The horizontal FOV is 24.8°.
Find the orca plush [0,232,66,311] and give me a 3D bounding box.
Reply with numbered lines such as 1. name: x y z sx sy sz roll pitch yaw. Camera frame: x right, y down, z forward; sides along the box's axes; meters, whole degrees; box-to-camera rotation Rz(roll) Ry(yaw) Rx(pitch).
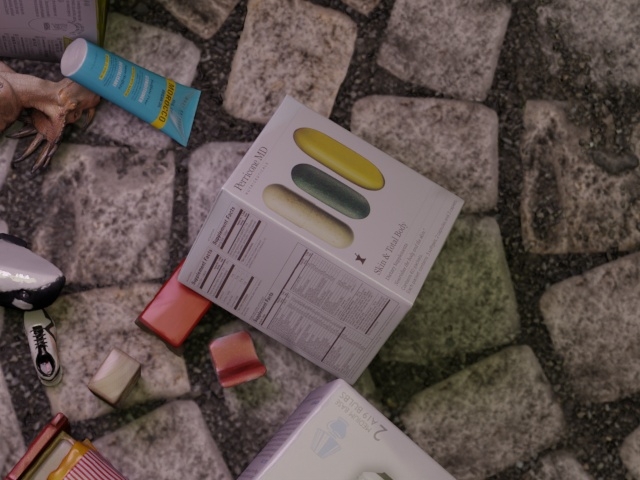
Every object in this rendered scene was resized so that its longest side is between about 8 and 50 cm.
1. orca plush: -0.467 0.047 1.836 0.287 0.151 0.102 13 109 -7

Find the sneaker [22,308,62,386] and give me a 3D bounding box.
1. sneaker: -0.354 0.131 1.861 0.040 0.044 0.109 -18 80 -8

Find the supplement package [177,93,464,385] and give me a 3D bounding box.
1. supplement package: 0.000 0.000 1.816 0.262 0.198 0.199 31 48 0

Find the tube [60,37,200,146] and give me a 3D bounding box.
1. tube: -0.241 -0.196 1.893 0.207 0.052 0.080 25 78 -42

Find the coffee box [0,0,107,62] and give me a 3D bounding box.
1. coffee box: -0.418 -0.437 1.812 0.334 0.338 0.338 5 79 -7

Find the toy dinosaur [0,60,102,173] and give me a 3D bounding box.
1. toy dinosaur: -0.440 -0.160 1.872 0.295 0.200 0.127 -10 58 15

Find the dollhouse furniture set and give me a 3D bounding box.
1. dollhouse furniture set: -0.204 0.221 1.804 0.201 0.152 0.374 36 77 1

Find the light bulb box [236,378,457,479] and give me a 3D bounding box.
1. light bulb box: 0.022 0.420 1.755 0.358 0.225 0.361 41 77 1
